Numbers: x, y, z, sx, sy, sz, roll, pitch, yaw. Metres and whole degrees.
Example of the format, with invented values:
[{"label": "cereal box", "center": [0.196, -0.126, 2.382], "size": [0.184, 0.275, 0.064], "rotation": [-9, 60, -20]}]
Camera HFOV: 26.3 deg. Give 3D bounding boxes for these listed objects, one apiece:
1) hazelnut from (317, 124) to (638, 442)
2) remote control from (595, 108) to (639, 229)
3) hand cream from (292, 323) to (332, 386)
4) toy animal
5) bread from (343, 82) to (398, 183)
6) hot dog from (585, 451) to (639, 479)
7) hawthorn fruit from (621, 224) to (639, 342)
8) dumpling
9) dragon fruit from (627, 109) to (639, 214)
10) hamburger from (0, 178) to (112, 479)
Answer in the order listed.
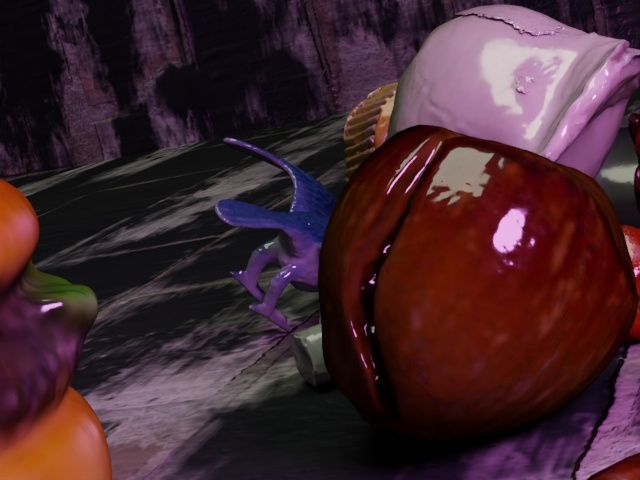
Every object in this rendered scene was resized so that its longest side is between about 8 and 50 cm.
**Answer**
[{"label": "hazelnut", "center": [0.099, 0.036, 0.893], "size": [0.218, 0.218, 0.234], "rotation": [-13, 2, 2]}, {"label": "remote control", "center": [0.353, -0.079, 1.377], "size": [0.221, 0.104, 0.332], "rotation": [2, 19, 40]}, {"label": "hand cream", "center": [0.101, 0.061, 1.117], "size": [0.255, 0.048, 0.079], "rotation": [-14, 15, -18]}, {"label": "toy animal", "center": [0.000, 0.000, 1.278], "size": [0.176, 0.239, 0.255], "rotation": [-40, -35, 3]}, {"label": "bread", "center": [0.152, -0.107, 1.592], "size": [0.250, 0.179, 0.133], "rotation": [-8, -1, -25]}, {"label": "hot dog", "center": [0.199, 0.114, 0.337], "size": [0.266, 0.174, 0.387], "rotation": [-16, 11, -2]}, {"label": "hawthorn fruit", "center": [0.225, 0.035, 1.008], "size": [0.093, 0.093, 0.093], "rotation": [-13, 10, 2]}, {"label": "dumpling", "center": [0.126, -0.075, 1.161], "size": [0.260, 0.181, 0.341], "rotation": [-54, 39, -7]}, {"label": "dragon fruit", "center": [0.373, -0.072, 1.139], "size": [0.233, 0.234, 0.293], "rotation": [-9, -20, 21]}, {"label": "hamburger", "center": [-0.315, 0.100, 0.797], "size": [0.395, 0.278, 0.396], "rotation": [-14, 11, 3]}]
